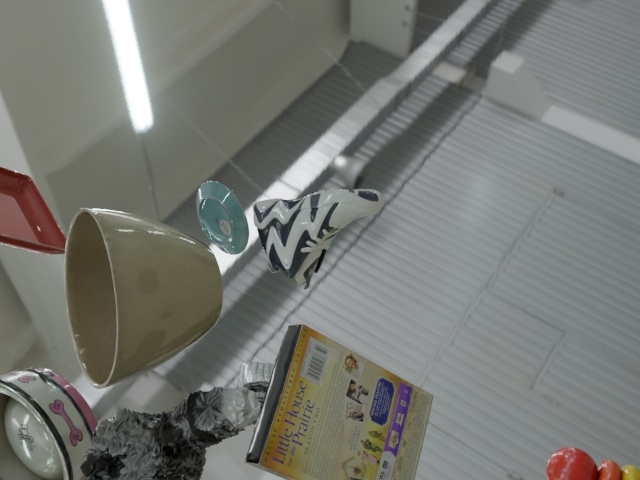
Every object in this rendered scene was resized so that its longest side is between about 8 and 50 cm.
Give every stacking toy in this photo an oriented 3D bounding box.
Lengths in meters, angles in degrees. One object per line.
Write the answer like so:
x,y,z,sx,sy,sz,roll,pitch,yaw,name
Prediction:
0.561,0.447,1.432,0.141,0.330,0.141,20,-90,-80,stacking toy

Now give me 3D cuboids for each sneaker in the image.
0.000,0.000,1.315,0.094,0.234,0.153,-7,-89,-65,sneaker

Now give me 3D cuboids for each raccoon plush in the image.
-0.240,0.454,1.579,0.299,0.446,0.216,40,-140,-49,raccoon plush

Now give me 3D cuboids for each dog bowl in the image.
-0.725,0.505,2.090,0.150,0.408,0.408,-30,-37,-52,dog bowl

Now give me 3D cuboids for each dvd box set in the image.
0.056,0.403,1.773,0.420,0.062,0.308,31,-117,-31,dvd box set

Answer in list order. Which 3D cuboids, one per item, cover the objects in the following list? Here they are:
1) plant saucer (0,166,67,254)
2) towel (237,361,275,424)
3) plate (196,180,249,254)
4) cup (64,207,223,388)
-0.677,-0.071,1.715,0.048,0.258,0.259,-47,-31,15,plant saucer
-0.072,0.393,2.075,0.235,0.283,0.121,-142,57,-84,towel
-0.241,-0.049,1.945,0.024,0.188,0.188,-28,-38,-40,plate
-0.325,0.097,1.554,0.236,0.331,0.331,-5,-53,-31,cup
